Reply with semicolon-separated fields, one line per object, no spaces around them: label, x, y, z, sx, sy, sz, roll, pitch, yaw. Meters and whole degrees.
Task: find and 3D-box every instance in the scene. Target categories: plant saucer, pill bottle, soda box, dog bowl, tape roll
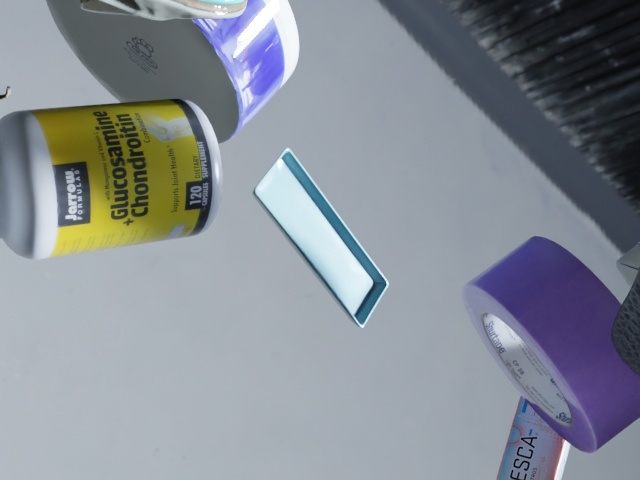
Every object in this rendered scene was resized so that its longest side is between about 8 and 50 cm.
plant saucer;0.000;0.000;1.036;0.192;0.018;0.067;53;51;-26
pill bottle;-0.170;-0.042;0.725;0.184;0.103;0.103;-10;85;-30
soda box;0.210;0.243;1.046;0.063;0.058;0.183;65;43;-59
dog bowl;-0.157;-0.229;1.083;0.265;0.265;0.104;46;64;-18
tape roll;0.217;0.094;0.944;0.080;0.189;0.189;-34;101;-7

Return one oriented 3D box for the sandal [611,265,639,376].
sandal;0.274;0.017;0.732;0.054;0.254;0.097;-36;70;-25

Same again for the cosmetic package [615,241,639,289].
cosmetic package;0.410;0.102;0.898;0.160;0.113;0.309;-38;105;-7

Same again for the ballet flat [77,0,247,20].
ballet flat;-0.142;-0.170;0.603;0.213;0.068;0.072;15;54;-38

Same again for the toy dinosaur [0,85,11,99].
toy dinosaur;-0.342;-0.141;0.930;0.183;0.093;0.053;53;14;3
